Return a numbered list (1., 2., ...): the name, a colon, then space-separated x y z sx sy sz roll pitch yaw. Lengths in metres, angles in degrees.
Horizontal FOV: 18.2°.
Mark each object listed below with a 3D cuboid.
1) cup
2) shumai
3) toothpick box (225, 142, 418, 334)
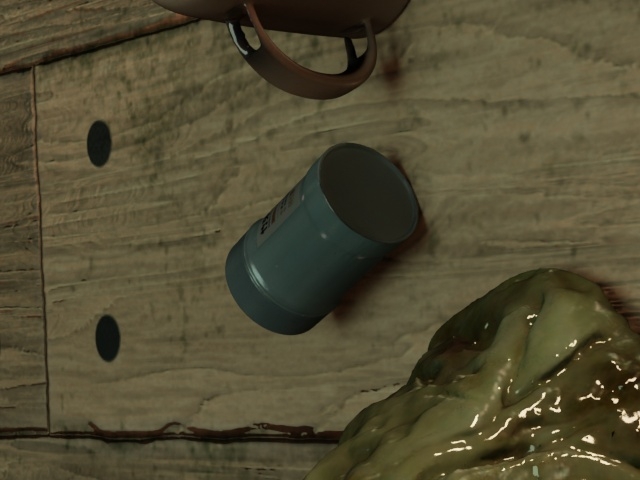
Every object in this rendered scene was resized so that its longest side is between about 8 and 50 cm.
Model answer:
1. cup: -0.039 -0.238 1.643 0.191 0.200 0.252 -26 71 49
2. shumai: 0.095 0.176 1.428 0.309 0.263 0.304 -5 88 52
3. toothpick box: 0.000 0.000 1.678 0.153 0.101 0.101 -44 57 41
